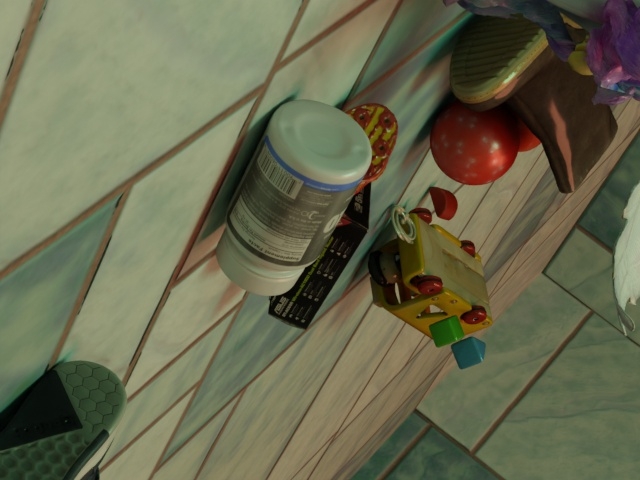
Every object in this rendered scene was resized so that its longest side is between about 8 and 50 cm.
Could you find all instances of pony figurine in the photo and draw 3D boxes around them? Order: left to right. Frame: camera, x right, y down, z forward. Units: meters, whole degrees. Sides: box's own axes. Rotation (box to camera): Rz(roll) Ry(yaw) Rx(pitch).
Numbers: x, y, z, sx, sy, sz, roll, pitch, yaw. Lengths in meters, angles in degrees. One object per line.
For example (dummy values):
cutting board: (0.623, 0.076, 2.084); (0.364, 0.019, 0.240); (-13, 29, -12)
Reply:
pony figurine: (0.272, -0.153, 1.360); (0.351, 0.363, 0.303); (-47, 169, -26)

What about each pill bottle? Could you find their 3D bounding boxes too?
pill bottle: (-0.023, -0.028, 1.299); (0.078, 0.078, 0.137); (-41, 165, -47)

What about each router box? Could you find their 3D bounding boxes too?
router box: (0.000, 0.000, 1.509); (0.122, 0.038, 0.092); (-58, -166, 33)

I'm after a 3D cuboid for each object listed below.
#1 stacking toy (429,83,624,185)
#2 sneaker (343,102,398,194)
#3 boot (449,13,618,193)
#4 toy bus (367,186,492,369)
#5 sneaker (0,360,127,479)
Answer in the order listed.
stacking toy: (0.236, -0.160, 1.860); (0.330, 0.141, 0.141); (-41, 165, -33)
sneaker: (-0.008, -0.042, 1.419); (0.175, 0.064, 0.067); (-47, -169, -8)
boot: (0.214, -0.129, 1.693); (0.248, 0.090, 0.206); (-51, 131, -44)
toy bus: (0.107, 0.042, 2.018); (0.104, 0.202, 0.191); (-23, -169, 26)
sneaker: (-0.217, 0.200, 1.199); (0.226, 0.086, 0.163); (-43, 164, -45)
